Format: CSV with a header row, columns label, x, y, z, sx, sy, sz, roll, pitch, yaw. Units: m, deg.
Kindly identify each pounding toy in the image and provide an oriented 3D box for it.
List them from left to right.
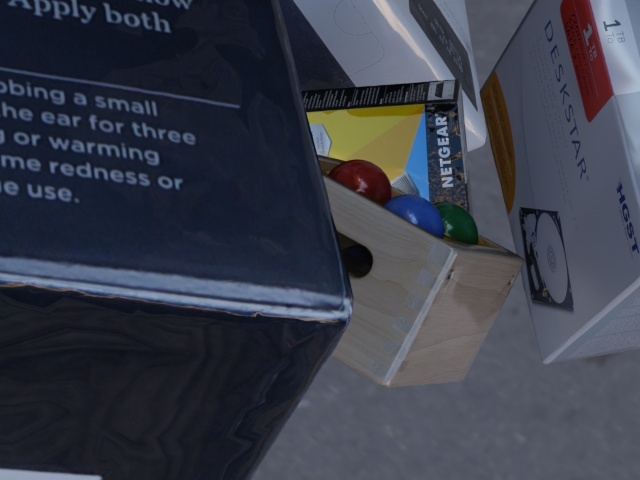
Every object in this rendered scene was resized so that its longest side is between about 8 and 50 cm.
label,x,y,z,sx,sy,sz,roll,pitch,yaw
pounding toy,-0.010,-0.005,1.020,0.094,0.181,0.206,-63,159,8

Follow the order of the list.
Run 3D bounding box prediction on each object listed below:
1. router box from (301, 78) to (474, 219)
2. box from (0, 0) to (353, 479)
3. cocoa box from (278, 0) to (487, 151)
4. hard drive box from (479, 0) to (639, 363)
label,x,y,z,sx,sy,sz,roll,pitch,yaw
router box,0.040,-0.019,1.318,0.133,0.046,0.179,-4,117,10
box,-0.170,-0.048,0.656,0.212,0.395,0.293,7,136,-24
cocoa box,-0.055,-0.211,1.448,0.228,0.231,0.347,-23,134,18
hard drive box,0.171,-0.047,1.047,0.089,0.232,0.181,-9,75,-10
